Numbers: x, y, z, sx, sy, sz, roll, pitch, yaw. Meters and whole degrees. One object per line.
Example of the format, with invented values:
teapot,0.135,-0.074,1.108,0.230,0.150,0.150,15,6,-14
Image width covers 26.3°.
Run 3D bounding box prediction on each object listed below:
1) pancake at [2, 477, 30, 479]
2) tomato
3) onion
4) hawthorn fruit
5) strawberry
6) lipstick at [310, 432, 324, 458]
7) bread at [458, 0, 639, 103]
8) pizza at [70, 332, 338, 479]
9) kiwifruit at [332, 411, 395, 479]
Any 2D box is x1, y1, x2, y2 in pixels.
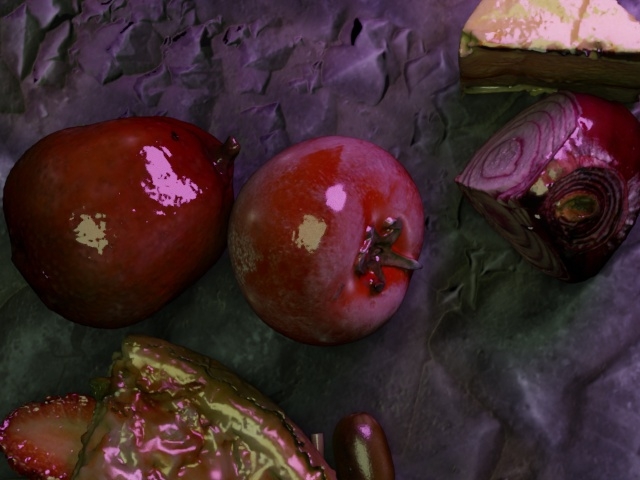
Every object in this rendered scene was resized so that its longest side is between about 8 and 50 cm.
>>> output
pancake,-0.425,0.497,1.761,0.382,0.071,0.382,-11,55,16
tomato,0.000,0.000,1.758,0.227,0.270,0.270,13,84,37
onion,0.323,-0.071,1.759,0.206,0.216,0.207,-46,116,-4
hawthorn fruit,-0.258,-0.032,1.778,0.311,0.295,0.295,-38,81,-26
strawberry,-0.317,0.271,1.840,0.208,0.087,0.167,21,60,8
lipstick,-0.003,0.306,1.840,0.019,0.019,0.094,-2,83,5
bread,0.306,-0.228,1.752,0.236,0.263,0.198,35,90,7
pizza,-0.166,0.298,1.759,0.434,0.080,0.392,-7,69,-19
kiwifruit,0.057,0.289,1.811,0.075,0.075,0.125,-14,86,4
